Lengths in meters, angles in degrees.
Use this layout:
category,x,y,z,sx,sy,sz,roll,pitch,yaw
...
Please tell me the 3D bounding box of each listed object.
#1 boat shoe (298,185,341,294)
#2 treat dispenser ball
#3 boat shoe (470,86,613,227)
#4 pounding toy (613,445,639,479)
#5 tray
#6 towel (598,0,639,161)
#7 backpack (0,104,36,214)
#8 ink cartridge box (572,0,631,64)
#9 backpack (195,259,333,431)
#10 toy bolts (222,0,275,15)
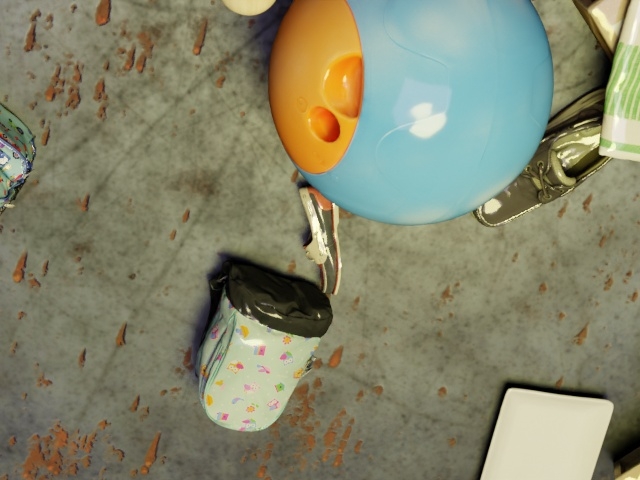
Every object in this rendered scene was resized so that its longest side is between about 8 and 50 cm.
category,x,y,z,sx,sy,sz,roll,pitch,yaw
boat shoe,0.000,0.000,1.411,0.043,0.049,0.137,-7,110,-10
treat dispenser ball,0.090,-0.159,1.220,0.288,0.288,0.288,-2,113,-4
boat shoe,0.265,-0.089,1.379,0.223,0.073,0.080,-37,111,11
pounding toy,0.455,0.297,1.537,0.130,0.141,0.100,-35,83,11
tray,0.277,0.311,1.577,0.145,0.030,0.270,9,112,-7
towel,0.438,-0.222,1.260,0.247,0.038,0.325,9,112,-8
backpack,-0.389,-0.082,1.280,0.117,0.173,0.158,-41,109,13
ink cartridge box,0.419,-0.223,1.327,0.193,0.088,0.235,-34,111,11
backpack,-0.081,0.132,1.428,0.152,0.115,0.182,21,113,-15
toy bolts,-0.018,-0.299,1.164,0.218,0.228,0.158,15,112,14
